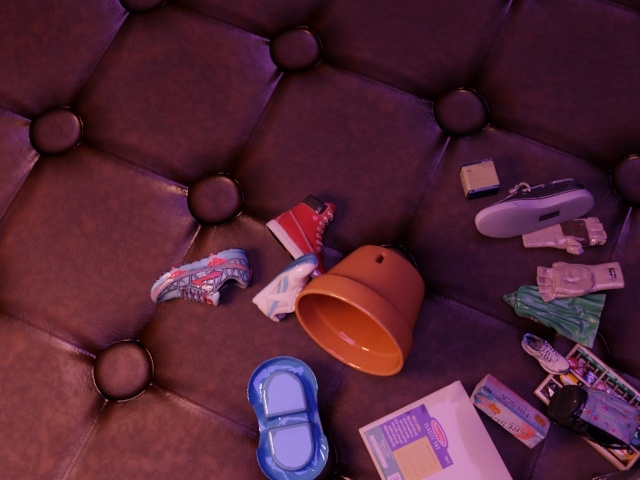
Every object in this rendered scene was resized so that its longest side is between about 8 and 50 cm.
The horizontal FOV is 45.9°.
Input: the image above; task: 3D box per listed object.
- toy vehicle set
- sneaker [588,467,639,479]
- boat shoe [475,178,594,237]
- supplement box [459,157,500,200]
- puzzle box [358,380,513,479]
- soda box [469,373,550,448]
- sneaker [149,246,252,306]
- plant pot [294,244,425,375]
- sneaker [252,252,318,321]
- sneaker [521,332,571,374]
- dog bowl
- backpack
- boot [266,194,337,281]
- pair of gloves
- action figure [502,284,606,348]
[{"bbox_3d":[0.660,0.391,1.784,0.267,0.035,0.166,41,78,14],"label":"toy vehicle set"},{"bbox_3d":[0.639,0.621,1.648,0.483,0.185,0.202,-38,45,0],"label":"sneaker"},{"bbox_3d":[0.526,-0.095,1.904,0.307,0.113,0.104,-16,48,-3],"label":"boat shoe"},{"bbox_3d":[0.413,-0.159,1.968,0.083,0.056,0.083,-12,72,-1],"label":"supplement box"},{"bbox_3d":[0.296,0.562,1.736,0.272,0.052,0.408,-24,72,-5],"label":"puzzle box"},{"bbox_3d":[0.442,0.397,1.758,0.183,0.058,0.063,37,41,7],"label":"soda box"},{"bbox_3d":[-0.297,0.112,1.887,0.262,0.104,0.125,-22,74,-5],"label":"sneaker"},{"bbox_3d":[0.115,0.149,1.778,0.291,0.290,0.203,32,60,12],"label":"plant pot"},{"bbox_3d":[-0.068,0.113,1.836,0.092,0.229,0.087,47,39,0],"label":"sneaker"},{"bbox_3d":[0.533,0.268,1.798,0.052,0.058,0.135,-46,53,-13],"label":"sneaker"},{"bbox_3d":[-0.075,0.427,1.787,0.166,0.074,0.297,-11,71,-1],"label":"dog bowl"},{"bbox_3d":[0.621,0.395,1.692,0.182,0.152,0.115,26,84,-2],"label":"backpack"},{"bbox_3d":[0.000,0.000,1.921,0.176,0.088,0.244,-34,70,-10],"label":"boot"},{"bbox_3d":[0.620,0.040,1.872,0.204,0.042,0.240,-10,51,4],"label":"pair of gloves"},{"bbox_3d":[0.562,0.167,1.850,0.232,0.063,0.137,16,74,15],"label":"action figure"}]
